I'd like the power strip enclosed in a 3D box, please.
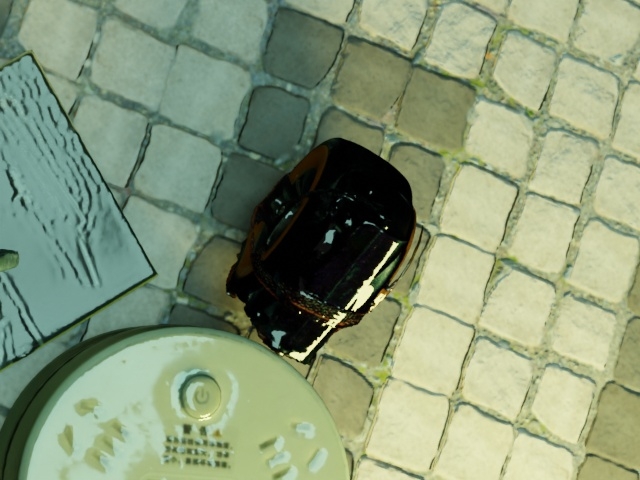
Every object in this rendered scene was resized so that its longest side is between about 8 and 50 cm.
[{"bbox_3d":[-0.149,0.260,1.813,0.358,0.161,0.357,1,87,-21],"label":"power strip"}]

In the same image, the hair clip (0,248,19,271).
[{"bbox_3d":[-0.445,0.123,1.604,0.392,0.318,0.238,4,93,-19],"label":"hair clip"}]

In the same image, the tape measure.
[{"bbox_3d":[0.000,0.000,1.854,0.135,0.223,0.202,33,105,-17],"label":"tape measure"}]

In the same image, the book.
[{"bbox_3d":[-0.375,0.015,1.811,0.374,0.028,0.262,-32,101,-19],"label":"book"}]
